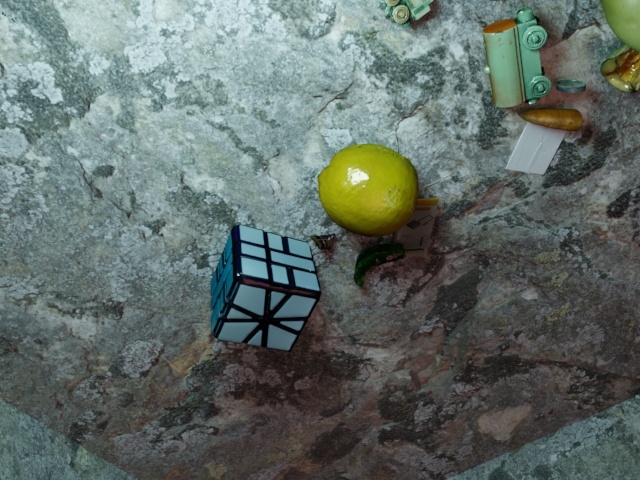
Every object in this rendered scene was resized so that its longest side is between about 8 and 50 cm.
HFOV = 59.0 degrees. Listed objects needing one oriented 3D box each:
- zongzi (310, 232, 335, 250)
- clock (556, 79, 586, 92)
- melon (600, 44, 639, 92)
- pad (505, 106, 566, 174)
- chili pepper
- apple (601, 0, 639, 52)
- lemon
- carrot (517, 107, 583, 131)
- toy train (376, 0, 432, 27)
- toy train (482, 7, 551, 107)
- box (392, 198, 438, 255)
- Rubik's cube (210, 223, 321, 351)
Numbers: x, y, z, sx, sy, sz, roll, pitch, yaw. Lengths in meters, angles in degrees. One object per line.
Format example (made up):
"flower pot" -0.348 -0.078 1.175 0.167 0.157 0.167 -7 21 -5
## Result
"zongzi" 0.000 0.000 1.929 0.083 0.073 0.067 -21 143 -50
"clock" 0.754 -0.465 1.704 0.085 0.085 0.017 -8 123 -6
"melon" 0.914 -0.530 1.699 0.160 0.079 0.128 36 95 -31
"pad" 0.718 -0.321 1.856 0.157 0.004 0.232 6 125 -16
"chili pepper" 0.216 0.070 1.989 0.279 0.065 0.122 -28 127 26
"apple" 0.913 -0.658 1.375 0.474 0.473 0.473 -6 128 -8
"lemon" 0.145 -0.152 1.693 0.297 0.297 0.297 -6 128 -8
"carrot" 0.710 -0.384 1.763 0.205 0.072 0.072 4 126 -11
"toy train" 0.202 -0.651 1.454 0.125 0.080 0.194 -36 124 3
"toy train" 0.557 -0.512 1.621 0.177 0.116 0.285 -13 131 14
"box" 0.326 -0.048 1.965 0.129 0.033 0.247 -1 127 -9
"Rubik's cube" -0.189 0.158 1.858 0.294 0.283 0.288 12 125 -21
